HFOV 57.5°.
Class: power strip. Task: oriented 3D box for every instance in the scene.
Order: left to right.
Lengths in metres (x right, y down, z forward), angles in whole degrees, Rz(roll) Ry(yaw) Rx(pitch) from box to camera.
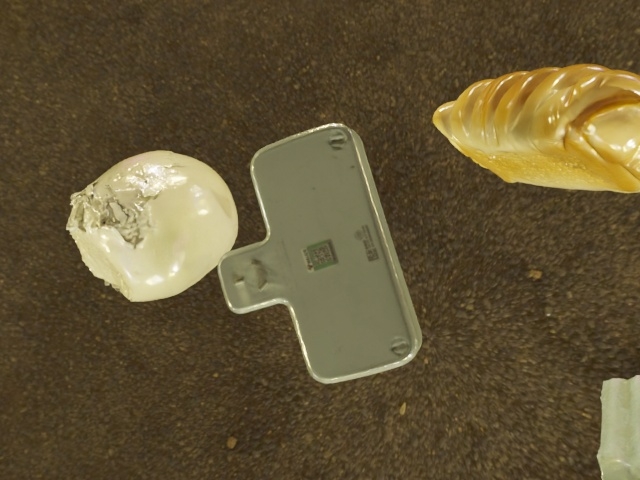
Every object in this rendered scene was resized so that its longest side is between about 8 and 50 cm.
[{"bbox_3d":[-0.016,0.023,0.635,0.193,0.059,0.265,-17,87,13],"label":"power strip"}]

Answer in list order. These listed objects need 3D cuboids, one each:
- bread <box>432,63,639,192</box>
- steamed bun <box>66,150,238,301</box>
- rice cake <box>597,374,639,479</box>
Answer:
[{"bbox_3d":[0.288,-0.137,0.712,0.172,0.311,0.121,30,87,-25],"label":"bread"},{"bbox_3d":[-0.339,-0.058,1.183,0.333,0.233,0.312,17,47,33],"label":"steamed bun"},{"bbox_3d":[0.456,0.273,0.857,0.085,0.226,0.040,-21,100,31],"label":"rice cake"}]
